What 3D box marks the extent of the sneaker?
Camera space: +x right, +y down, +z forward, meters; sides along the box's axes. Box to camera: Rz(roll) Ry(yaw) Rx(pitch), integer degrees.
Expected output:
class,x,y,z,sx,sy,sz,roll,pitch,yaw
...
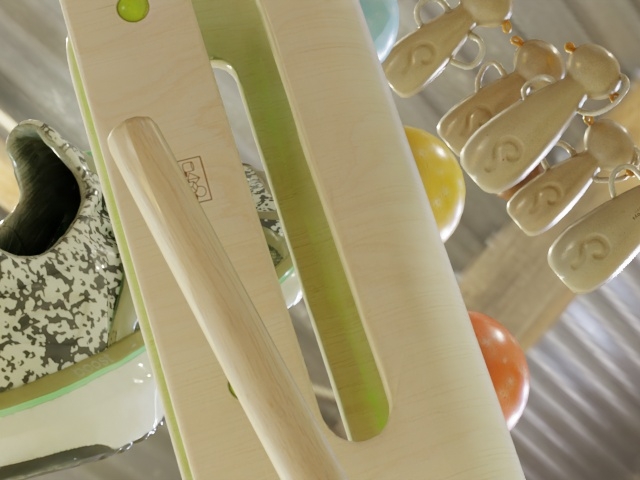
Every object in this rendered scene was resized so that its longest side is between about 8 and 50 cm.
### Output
class,x,y,z,sx,sy,sz,roll,pitch,yaw
sneaker,-0.127,-0.003,0.985,0.410,0.158,0.182,-48,-55,-62

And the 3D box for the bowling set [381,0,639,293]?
class,x,y,z,sx,sy,sz,roll,pitch,yaw
bowling set,0.192,-0.105,1.332,0.154,0.200,0.287,-41,-89,8

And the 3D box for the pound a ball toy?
class,x,y,z,sx,sy,sz,roll,pitch,yaw
pound a ball toy,0.000,0.000,0.544,0.135,0.319,0.208,-15,-19,-9
